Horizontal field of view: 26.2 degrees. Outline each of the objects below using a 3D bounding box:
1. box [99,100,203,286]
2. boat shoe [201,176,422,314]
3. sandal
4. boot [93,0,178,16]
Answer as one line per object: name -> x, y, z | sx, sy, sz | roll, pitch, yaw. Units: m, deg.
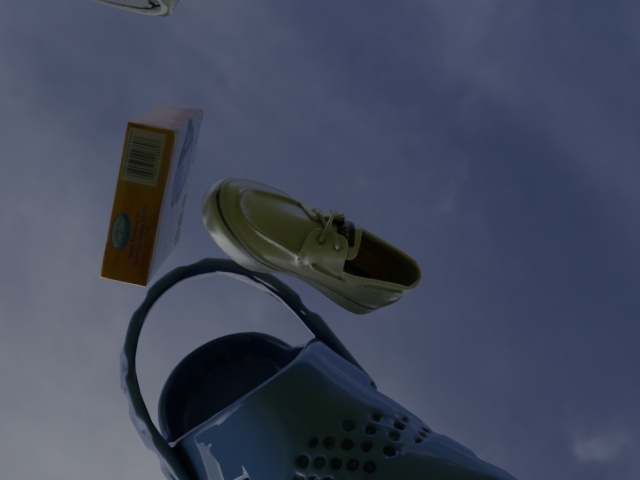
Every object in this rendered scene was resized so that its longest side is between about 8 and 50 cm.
box -> -0.088, -0.029, 0.739 | 0.028, 0.136, 0.081 | 11, -80, -2
boat shoe -> 0.000, 0.000, 0.531 | 0.100, 0.035, 0.035 | 31, -128, -35
sandal -> 0.002, 0.104, 0.581 | 0.126, 0.317, 0.138 | -39, -52, -19
boot -> -0.119, -0.188, 0.489 | 0.244, 0.088, 0.176 | 17, -95, 29
